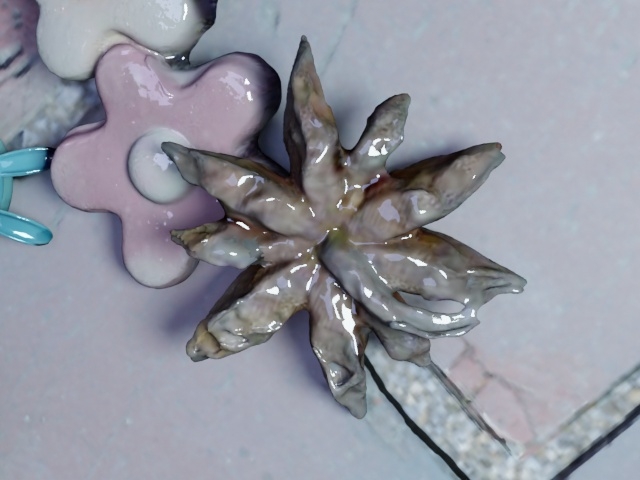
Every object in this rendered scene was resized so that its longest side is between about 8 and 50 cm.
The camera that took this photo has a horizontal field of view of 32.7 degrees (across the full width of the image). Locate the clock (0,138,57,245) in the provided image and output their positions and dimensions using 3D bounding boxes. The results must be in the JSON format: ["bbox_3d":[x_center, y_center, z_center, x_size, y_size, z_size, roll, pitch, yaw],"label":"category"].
[{"bbox_3d":[-0.226,-0.034,0.646,0.147,0.045,0.108,9,94,16],"label":"clock"}]

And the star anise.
[{"bbox_3d":[0.000,0.000,0.552,0.195,0.065,0.182,-43,96,14],"label":"star anise"}]

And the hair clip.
[{"bbox_3d":[-0.099,-0.102,0.597,0.146,0.075,0.257,-15,91,12],"label":"hair clip"}]
